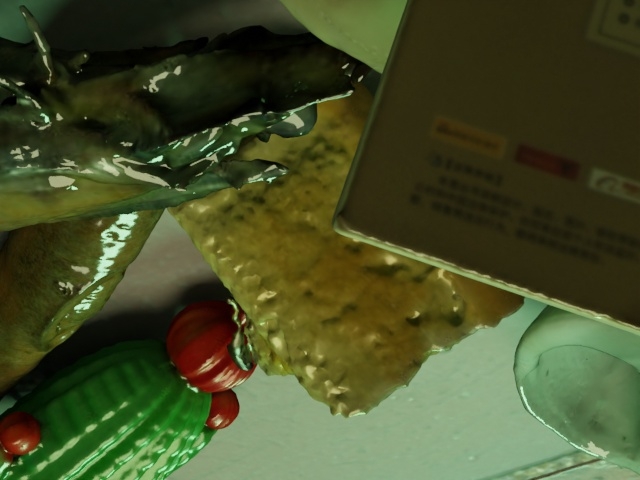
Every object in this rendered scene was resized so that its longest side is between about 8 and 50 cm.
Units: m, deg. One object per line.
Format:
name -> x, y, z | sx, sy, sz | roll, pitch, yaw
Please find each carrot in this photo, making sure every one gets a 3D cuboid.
carrot -> -0.163, 0.039, 0.868 | 0.070, 0.070, 0.342 | 18, 136, -25

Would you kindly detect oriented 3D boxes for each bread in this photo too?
bread -> 0.000, 0.000, 0.805 | 0.140, 0.169, 0.160 | -37, 178, -8

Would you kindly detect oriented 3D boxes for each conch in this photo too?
conch -> 0.212, 0.079, 0.908 | 0.185, 0.121, 0.221 | -28, 127, 24

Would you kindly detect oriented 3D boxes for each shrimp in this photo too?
shrimp -> -0.185, -0.094, 0.670 | 0.445, 0.085, 0.272 | 1, 139, 10

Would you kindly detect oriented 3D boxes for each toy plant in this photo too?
toy plant -> -0.122, 0.115, 0.935 | 0.240, 0.088, 0.154 | -28, 153, -9

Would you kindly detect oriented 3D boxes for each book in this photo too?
book -> 0.153, -0.113, 0.529 | 0.217, 0.310, 0.021 | 19, 169, 1

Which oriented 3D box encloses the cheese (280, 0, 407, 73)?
cheese -> 0.094, -0.125, 0.636 | 0.263, 0.159, 0.093 | 7, 131, -18
